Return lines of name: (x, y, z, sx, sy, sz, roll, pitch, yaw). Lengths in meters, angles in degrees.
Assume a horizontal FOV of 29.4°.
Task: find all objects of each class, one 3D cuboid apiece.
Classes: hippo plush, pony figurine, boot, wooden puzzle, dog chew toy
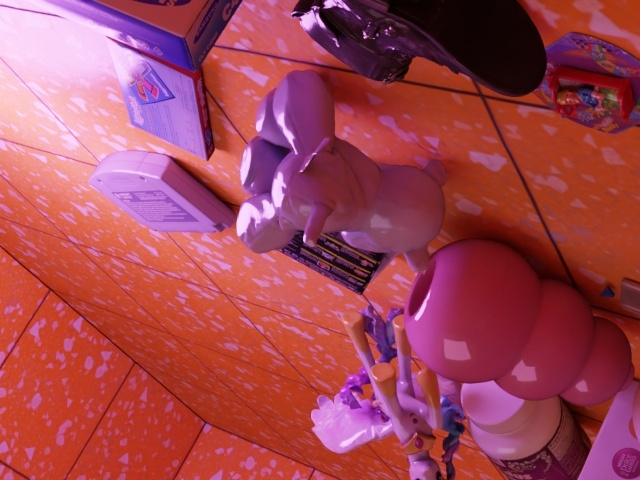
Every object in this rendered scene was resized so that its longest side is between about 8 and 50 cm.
hippo plush: (0.046, -0.086, 1.567, 0.237, 0.234, 0.294, 9, 174, -23)
pony figurine: (0.138, 0.298, 2.224, 0.351, 0.303, 0.363, -121, 14, -58)
boot: (0.097, -0.214, 1.284, 0.263, 0.091, 0.229, 34, 167, 0)
wooden puzzle: (0.437, 0.080, 1.639, 0.116, 0.014, 0.078, 24, 156, 15)
dog chew toy: (0.288, 0.131, 1.718, 0.332, 0.206, 0.206, 24, 162, -9)

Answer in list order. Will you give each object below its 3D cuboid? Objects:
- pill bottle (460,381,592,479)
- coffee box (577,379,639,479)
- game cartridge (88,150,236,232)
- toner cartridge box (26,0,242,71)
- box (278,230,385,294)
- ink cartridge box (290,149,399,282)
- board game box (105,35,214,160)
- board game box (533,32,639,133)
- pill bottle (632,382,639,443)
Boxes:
pill bottle: (0.361, 0.332, 2.162, 0.169, 0.169, 0.301, 14, 156, 39)
coffee box: (0.584, 0.477, 1.946, 0.334, 0.337, 0.338, 21, 160, 27)
game cartridge: (-0.300, -0.087, 2.223, 0.196, 0.060, 0.294, 37, 160, -31)
toner cartridge box: (-0.251, -0.328, 1.344, 0.348, 0.165, 0.075, 24, 161, 14)
box: (0.000, 0.000, 1.816, 0.191, 0.045, 0.184, 28, 159, 3)
ink cartridge box: (0.007, -0.054, 1.838, 0.261, 0.066, 0.296, 29, 161, -1)
board game box: (-0.235, -0.215, 1.831, 0.145, 0.027, 0.281, 25, 161, 8)
board game box: (0.274, -0.146, 1.252, 0.133, 0.033, 0.169, 33, 162, -11)
pill bottle: (0.535, 0.195, 1.486, 0.210, 0.210, 0.363, 30, 162, -3)
